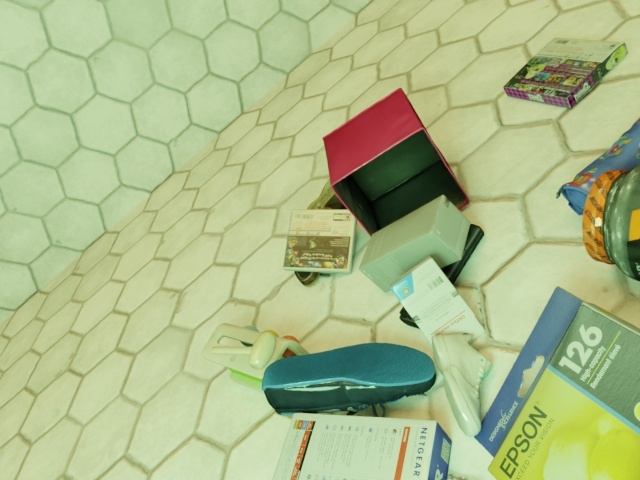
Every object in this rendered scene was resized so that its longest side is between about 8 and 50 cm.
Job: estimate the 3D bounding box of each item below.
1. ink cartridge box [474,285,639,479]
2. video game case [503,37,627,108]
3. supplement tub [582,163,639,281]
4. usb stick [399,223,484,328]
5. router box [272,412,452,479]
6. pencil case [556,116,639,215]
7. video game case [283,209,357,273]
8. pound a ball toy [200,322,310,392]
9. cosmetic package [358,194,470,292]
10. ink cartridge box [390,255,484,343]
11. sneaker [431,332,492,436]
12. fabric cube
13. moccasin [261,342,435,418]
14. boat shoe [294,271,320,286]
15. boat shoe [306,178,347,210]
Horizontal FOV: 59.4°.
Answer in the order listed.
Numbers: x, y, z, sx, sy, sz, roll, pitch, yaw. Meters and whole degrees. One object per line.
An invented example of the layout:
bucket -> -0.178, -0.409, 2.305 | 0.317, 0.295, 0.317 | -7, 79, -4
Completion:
ink cartridge box -> 0.370, 0.254, 0.801 | 0.307, 0.072, 0.304 | 38, 106, 54
video game case -> 0.635, -0.446, 1.472 | 0.210, 0.042, 0.232 | -44, 33, -4
supplement tub -> 0.602, -0.019, 0.854 | 0.338, 0.207, 0.207 | 12, 60, 52
usb stick -> 0.269, 0.072, 1.237 | 0.077, 0.045, 0.278 | 15, 62, 48
router box -> 0.044, 0.468, 0.942 | 0.301, 0.082, 0.335 | -7, 45, 33
pencil case -> 0.607, -0.157, 1.094 | 0.306, 0.119, 0.133 | -44, 5, -4
video game case -> 0.000, 0.000, 1.504 | 0.190, 0.022, 0.173 | 1, 72, 20
pound a ball toy -> -0.151, 0.251, 1.305 | 0.319, 0.208, 0.136 | 2, 52, 47
cosmetic package -> 0.208, 0.012, 1.258 | 0.238, 0.107, 0.127 | -27, 27, 46
ink cartridge box -> 0.234, 0.134, 1.131 | 0.104, 0.180, 0.060 | -36, -1, 7
sneaker -> 0.268, 0.246, 1.009 | 0.094, 0.080, 0.212 | -10, 40, 2
fabric cube -> 0.183, -0.179, 1.426 | 0.254, 0.259, 0.258 | -32, 32, 15
moccasin -> 0.058, 0.284, 1.125 | 0.342, 0.117, 0.138 | -4, 29, 12
boat shoe -> -0.055, 0.045, 1.574 | 0.073, 0.073, 0.207 | -33, 35, 9
boat shoe -> 0.034, -0.091, 1.612 | 0.089, 0.104, 0.285 | -12, 42, 41
